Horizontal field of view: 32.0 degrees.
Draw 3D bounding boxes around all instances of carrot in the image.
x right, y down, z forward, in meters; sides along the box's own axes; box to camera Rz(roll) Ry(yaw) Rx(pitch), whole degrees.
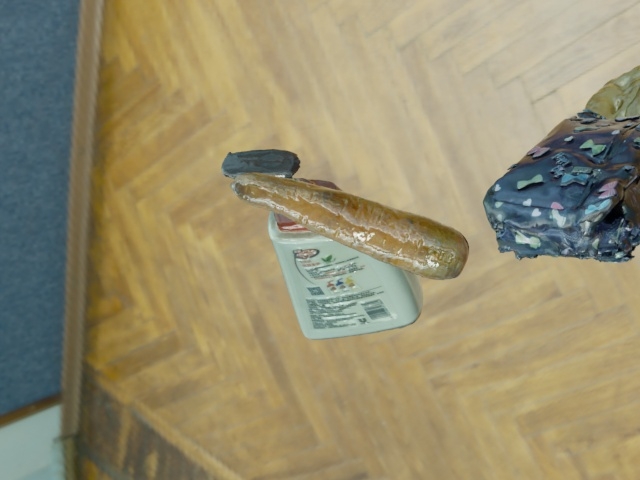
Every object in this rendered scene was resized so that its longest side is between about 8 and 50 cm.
[{"bbox_3d":[0.022,-0.013,0.852,0.191,0.047,0.047,18,124,-4],"label":"carrot"}]

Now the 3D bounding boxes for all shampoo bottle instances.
[{"bbox_3d":[0.000,0.000,1.156,0.153,0.071,0.284,-9,139,20],"label":"shampoo bottle"}]

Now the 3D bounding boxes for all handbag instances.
[{"bbox_3d":[0.296,-0.057,1.184,0.162,0.260,0.113,0,118,42],"label":"handbag"}]

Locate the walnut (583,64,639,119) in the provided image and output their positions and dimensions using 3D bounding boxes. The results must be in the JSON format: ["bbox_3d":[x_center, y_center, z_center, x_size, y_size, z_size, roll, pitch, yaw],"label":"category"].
[{"bbox_3d":[0.457,-0.117,1.487,0.257,0.257,0.224,51,140,18],"label":"walnut"}]
